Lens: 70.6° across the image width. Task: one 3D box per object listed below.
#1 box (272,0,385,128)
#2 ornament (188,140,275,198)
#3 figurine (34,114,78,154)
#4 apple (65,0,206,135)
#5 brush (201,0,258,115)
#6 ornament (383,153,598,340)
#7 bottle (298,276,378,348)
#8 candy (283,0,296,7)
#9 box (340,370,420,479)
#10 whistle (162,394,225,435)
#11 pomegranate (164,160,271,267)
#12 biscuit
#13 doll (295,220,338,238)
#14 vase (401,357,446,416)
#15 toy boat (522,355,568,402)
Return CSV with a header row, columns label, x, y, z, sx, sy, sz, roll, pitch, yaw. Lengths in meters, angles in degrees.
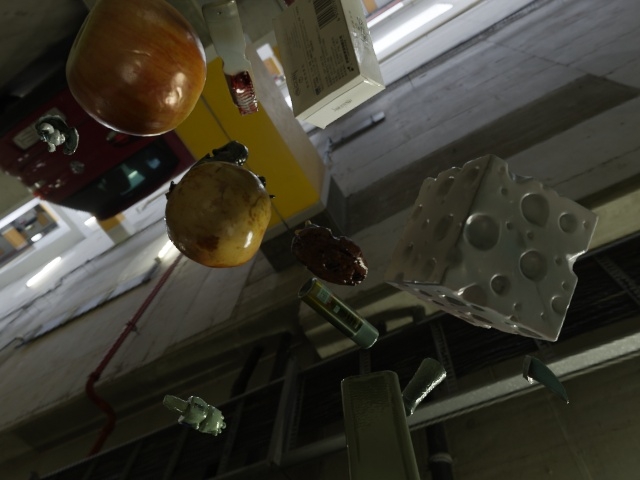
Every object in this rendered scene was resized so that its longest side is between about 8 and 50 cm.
label,x,y,z,sx,sy,sz,roll,pitch,yaw
box,0.014,-0.444,1.077,0.203,0.275,0.116,-23,164,37
ornament,-0.212,-0.181,1.243,0.236,0.080,0.202,26,-131,28
figurine,-0.649,-0.257,1.109,0.094,0.086,0.082,-45,-123,28
apple,-0.369,-0.352,0.920,0.286,0.233,0.286,-26,-127,41
brush,-0.167,-0.344,0.900,0.060,0.050,0.321,-15,166,-4
ornament,0.304,0.019,0.851,0.239,0.239,0.239,-66,-168,-10
bottle,0.060,0.231,1.419,0.082,0.286,0.082,-44,-162,18
candy,-0.062,-0.648,1.159,0.043,0.103,0.103,20,-136,14
box,0.167,0.575,1.173,0.177,0.352,0.344,-11,-134,7
whistle,-0.438,0.607,1.583,0.092,0.244,0.110,-48,-157,26
pomegranate,-0.205,-0.047,0.875,0.215,0.215,0.215,-28,-158,12
biscuit,0.019,0.042,1.036,0.192,0.192,0.049,-10,-140,45
doll,0.000,0.000,1.409,0.102,0.089,0.179,-42,-135,-11
vase,0.338,0.510,1.564,0.219,0.096,0.096,-34,-162,-38
toy boat,0.565,0.344,1.126,0.034,0.096,0.122,-26,-150,-24
